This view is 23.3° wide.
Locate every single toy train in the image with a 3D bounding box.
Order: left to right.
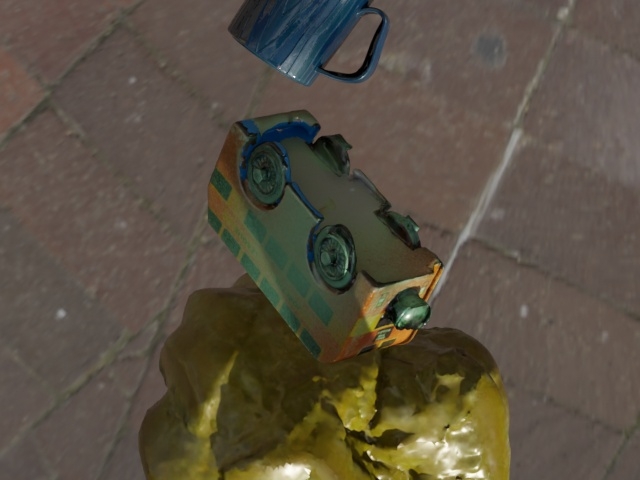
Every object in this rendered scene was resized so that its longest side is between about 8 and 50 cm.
[{"bbox_3d":[0.000,0.000,1.020,0.188,0.072,0.099,51,131,28],"label":"toy train"}]

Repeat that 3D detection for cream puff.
[{"bbox_3d":[0.011,0.182,1.215,0.269,0.274,0.323,3,116,26],"label":"cream puff"}]

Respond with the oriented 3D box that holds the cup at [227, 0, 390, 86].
[{"bbox_3d":[-0.007,-0.235,1.598,0.150,0.113,0.138,42,101,41],"label":"cup"}]
